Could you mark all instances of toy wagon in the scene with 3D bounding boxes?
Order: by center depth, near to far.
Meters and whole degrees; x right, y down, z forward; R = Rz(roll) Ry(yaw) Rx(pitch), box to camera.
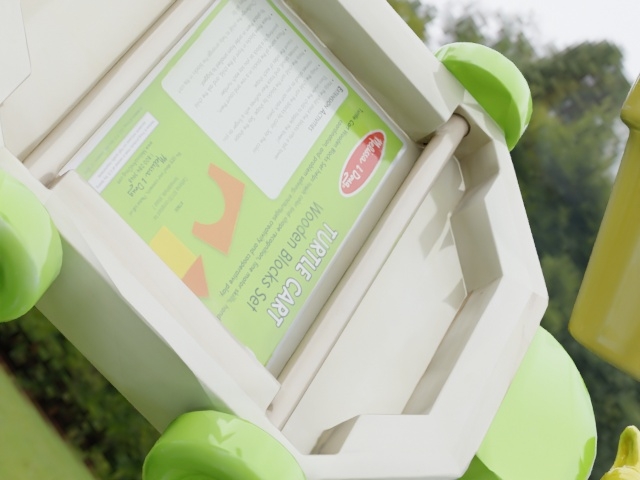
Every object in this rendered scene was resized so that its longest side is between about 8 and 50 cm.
[{"bbox_3d":[0.000,0.000,0.615,0.344,0.267,0.068,47,-46,-13],"label":"toy wagon"}]

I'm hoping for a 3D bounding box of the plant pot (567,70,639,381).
[{"bbox_3d":[0.306,0.002,1.151,0.254,0.239,0.254,29,6,-3],"label":"plant pot"}]
